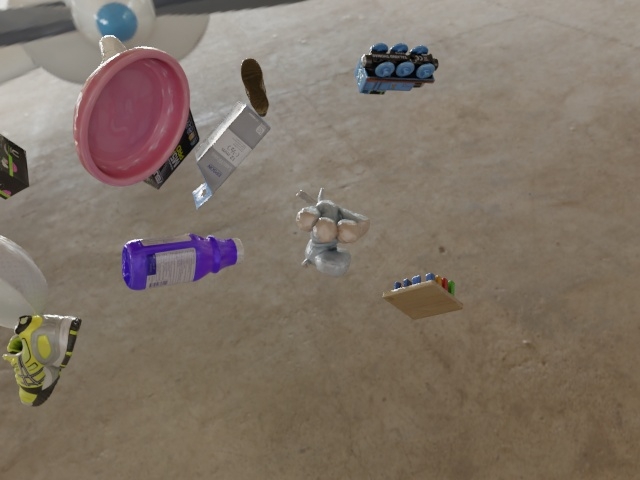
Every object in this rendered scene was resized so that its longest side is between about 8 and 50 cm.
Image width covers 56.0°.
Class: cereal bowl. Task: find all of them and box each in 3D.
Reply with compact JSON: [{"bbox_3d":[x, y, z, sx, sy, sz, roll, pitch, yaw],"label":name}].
[{"bbox_3d":[-0.873,0.086,1.603,0.339,0.339,0.141,3,47,24],"label":"cereal bowl"}]

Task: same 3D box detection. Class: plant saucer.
[{"bbox_3d":[-0.444,-0.291,1.398,0.084,0.332,0.332,28,49,20],"label":"plant saucer"}]

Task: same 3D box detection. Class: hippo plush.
[{"bbox_3d":[0.000,0.000,2.001,0.234,0.237,0.294,-13,37,-44],"label":"hippo plush"}]

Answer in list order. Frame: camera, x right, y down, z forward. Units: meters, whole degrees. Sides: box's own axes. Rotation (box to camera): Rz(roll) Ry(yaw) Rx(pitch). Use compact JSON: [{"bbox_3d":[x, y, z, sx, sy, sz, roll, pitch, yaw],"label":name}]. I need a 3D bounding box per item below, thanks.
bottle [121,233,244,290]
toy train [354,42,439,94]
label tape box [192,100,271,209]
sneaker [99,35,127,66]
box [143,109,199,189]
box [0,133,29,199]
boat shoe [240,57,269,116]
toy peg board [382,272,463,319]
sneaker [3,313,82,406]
[{"bbox_3d":[-0.322,0.042,1.432,0.283,0.118,0.092,-9,37,-32],"label":"bottle"},{"bbox_3d":[0.167,-0.375,1.325,0.184,0.105,0.080,-4,65,-20],"label":"toy train"},{"bbox_3d":[-0.327,-0.283,1.948,0.348,0.115,0.249,-46,21,3],"label":"label tape box"},{"bbox_3d":[-0.530,-0.444,1.529,0.094,0.080,0.212,-28,60,-24],"label":"sneaker"},{"bbox_3d":[-0.453,-0.303,1.721,0.060,0.270,0.216,27,66,14],"label":"box"},{"bbox_3d":[-0.530,-0.123,1.002,0.052,0.062,0.083,-27,61,9],"label":"box"},{"bbox_3d":[-0.162,-0.373,1.477,0.056,0.049,0.152,-10,74,-9],"label":"boat shoe"},{"bbox_3d":[0.283,0.139,1.656,0.161,0.160,0.079,-20,49,36],"label":"toy peg board"},{"bbox_3d":[-0.736,0.299,1.561,0.147,0.385,0.145,21,39,-22],"label":"sneaker"}]
